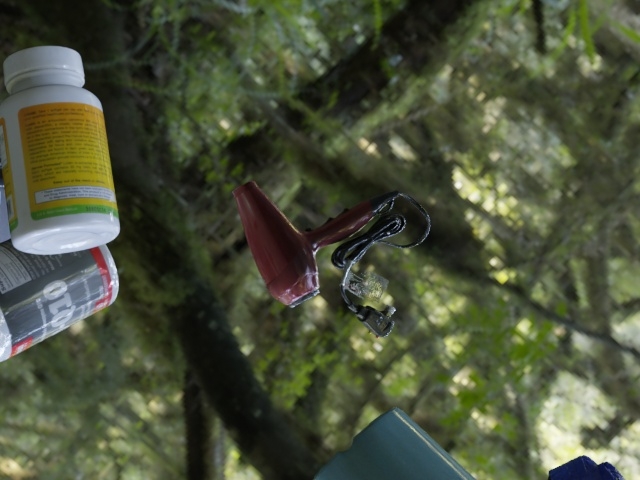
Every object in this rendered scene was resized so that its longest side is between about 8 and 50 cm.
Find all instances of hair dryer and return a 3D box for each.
[{"bbox_3d":[0.000,0.000,1.746,0.080,0.293,0.223,-39,-151,62],"label":"hair dryer"}]

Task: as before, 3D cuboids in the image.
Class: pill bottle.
[{"bbox_3d":[-0.461,0.084,1.798,0.283,0.161,0.161,-29,176,-34],"label":"pill bottle"},{"bbox_3d":[-0.340,-0.116,1.536,0.136,0.245,0.136,-10,168,-2],"label":"pill bottle"}]

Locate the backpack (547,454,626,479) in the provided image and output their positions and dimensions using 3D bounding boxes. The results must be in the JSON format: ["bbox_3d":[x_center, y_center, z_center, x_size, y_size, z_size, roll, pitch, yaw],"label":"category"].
[{"bbox_3d":[0.362,0.345,1.595,0.101,0.098,0.120,-27,-162,3],"label":"backpack"}]

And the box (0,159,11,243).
[{"bbox_3d":[-0.631,-0.015,2.041,0.097,0.395,0.318,-106,-157,-43],"label":"box"}]

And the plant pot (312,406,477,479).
[{"bbox_3d":[0.178,0.552,2.499,0.341,0.334,0.341,-40,165,-13],"label":"plant pot"}]
